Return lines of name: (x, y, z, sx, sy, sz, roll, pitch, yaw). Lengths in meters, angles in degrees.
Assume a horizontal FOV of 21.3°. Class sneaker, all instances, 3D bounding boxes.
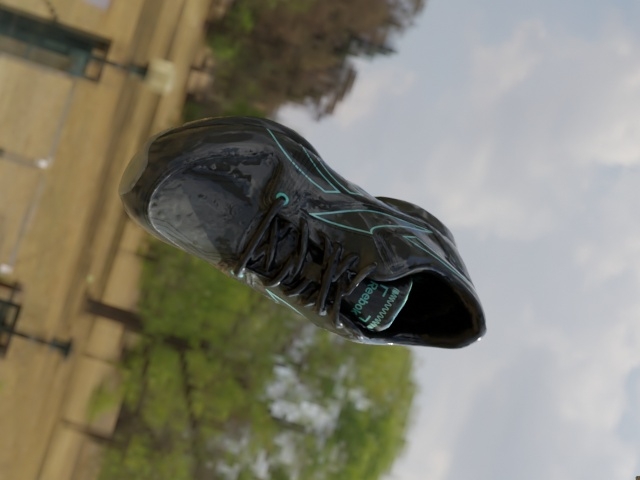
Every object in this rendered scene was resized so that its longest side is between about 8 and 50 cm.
sneaker: (0.000, 0.000, 1.074, 0.101, 0.267, 0.106, -60, -145, 19)

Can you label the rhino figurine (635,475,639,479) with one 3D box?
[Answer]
rhino figurine: (0.222, 0.183, 0.882, 0.243, 0.106, 0.073, -103, 175, -60)
